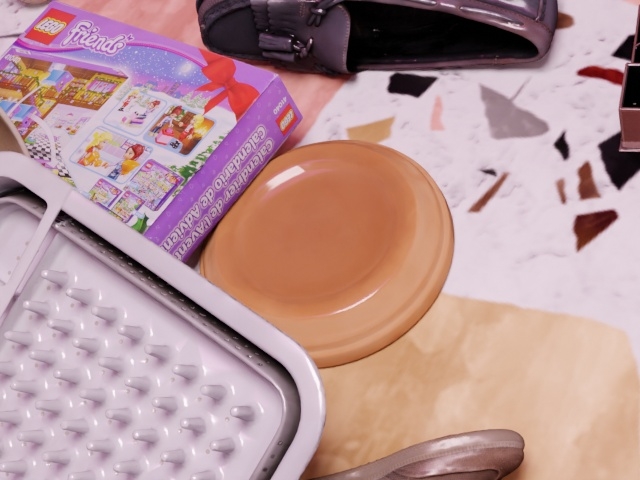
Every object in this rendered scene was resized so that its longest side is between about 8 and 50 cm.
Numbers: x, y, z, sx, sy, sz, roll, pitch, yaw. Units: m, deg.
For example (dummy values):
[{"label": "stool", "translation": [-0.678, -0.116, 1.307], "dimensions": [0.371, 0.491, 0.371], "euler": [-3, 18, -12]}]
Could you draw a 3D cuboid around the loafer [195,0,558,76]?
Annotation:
[{"label": "loafer", "translation": [0.041, -0.180, 0.995], "dimensions": [0.302, 0.109, 0.095], "euler": [-5, 61, 11]}]

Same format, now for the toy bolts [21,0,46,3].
[{"label": "toy bolts", "translation": [-0.220, -0.337, 1.194], "dimensions": [0.228, 0.158, 0.218], "euler": [-17, 13, 18]}]

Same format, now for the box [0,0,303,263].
[{"label": "box", "translation": [-0.184, -0.083, 1.007], "dimensions": [0.293, 0.057, 0.201], "euler": [24, 68, 38]}]

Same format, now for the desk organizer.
[{"label": "desk organizer", "translation": [0.255, -0.133, 0.925], "dimensions": [0.047, 0.050, 0.130], "euler": [4, 59, 20]}]

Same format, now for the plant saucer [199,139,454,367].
[{"label": "plant saucer", "translation": [0.000, 0.000, 0.928], "dimensions": [0.200, 0.037, 0.200], "euler": [-9, 56, 13]}]

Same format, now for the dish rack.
[{"label": "dish rack", "translation": [-0.167, 0.128, 0.815], "dimensions": [0.333, 0.072, 0.285], "euler": [32, 92, 25]}]

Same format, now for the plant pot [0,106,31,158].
[{"label": "plant pot", "translation": [-0.375, -0.032, 0.896], "dimensions": [0.284, 0.284, 0.191], "euler": [-43, 43, -12]}]

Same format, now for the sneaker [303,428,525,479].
[{"label": "sneaker", "translation": [0.048, 0.177, 0.790], "dimensions": [0.188, 0.066, 0.071], "euler": [-19, 71, 11]}]
